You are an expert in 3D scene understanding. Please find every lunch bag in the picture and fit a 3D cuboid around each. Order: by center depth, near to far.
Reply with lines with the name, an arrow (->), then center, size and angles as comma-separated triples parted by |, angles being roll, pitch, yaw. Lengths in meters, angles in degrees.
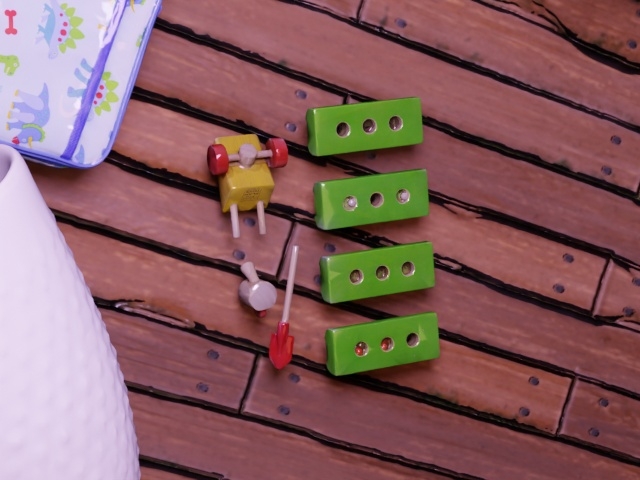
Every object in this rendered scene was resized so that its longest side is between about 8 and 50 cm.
lunch bag -> -0.229, -0.177, 1.496 | 0.176, 0.090, 0.219 | 21, 89, -25

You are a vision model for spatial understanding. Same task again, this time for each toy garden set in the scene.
toy garden set -> 0.000, 0.000, 1.631 | 0.204, 0.049, 0.244 | -8, 100, -23

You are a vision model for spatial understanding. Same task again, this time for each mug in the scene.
mug -> -0.333, 0.150, 1.410 | 0.374, 0.276, 0.328 | -22, 111, 5
